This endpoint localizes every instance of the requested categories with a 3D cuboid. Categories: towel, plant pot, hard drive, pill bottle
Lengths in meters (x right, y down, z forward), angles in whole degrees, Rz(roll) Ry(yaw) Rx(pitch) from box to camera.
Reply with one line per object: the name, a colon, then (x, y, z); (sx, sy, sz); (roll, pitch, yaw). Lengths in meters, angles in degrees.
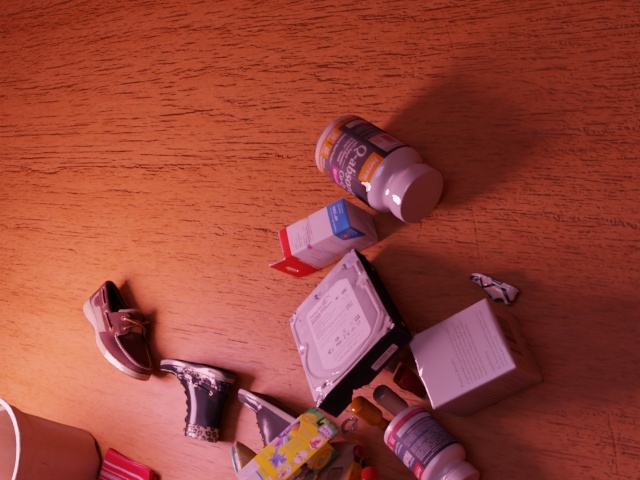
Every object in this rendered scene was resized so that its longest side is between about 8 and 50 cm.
towel: (-0.526, 0.689, 2.056); (0.199, 0.031, 0.274); (14, 82, 38)
plant pot: (-0.757, 0.585, 2.079); (0.334, 0.305, 0.333); (-13, 66, 32)
hard drive: (0.051, 0.184, 1.712); (0.237, 0.064, 0.339); (-48, 25, 13)
pill bottle: (0.131, -0.160, 1.806); (0.278, 0.162, 0.162); (37, 97, 38)
pill bottle: (0.219, 0.419, 1.575); (0.180, 0.108, 0.108); (42, 100, 37)

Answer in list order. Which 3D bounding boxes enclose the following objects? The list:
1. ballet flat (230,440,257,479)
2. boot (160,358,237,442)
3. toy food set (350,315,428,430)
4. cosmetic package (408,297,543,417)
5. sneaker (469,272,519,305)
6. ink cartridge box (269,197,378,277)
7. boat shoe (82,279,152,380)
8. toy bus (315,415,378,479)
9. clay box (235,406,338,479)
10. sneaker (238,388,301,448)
ballet flat: (-0.101, 0.591, 1.751); (0.123, 0.123, 0.348); (-33, 57, 22)
boot: (-0.320, 0.389, 1.981); (0.236, 0.085, 0.178); (5, 79, 36)
toy food set: (0.169, 0.284, 1.687); (0.111, 0.104, 0.232); (2, 56, 49)
cosmetic package: (0.299, 0.231, 1.557); (0.184, 0.151, 0.151); (-31, 58, 22)
sneaker: (0.348, 0.098, 1.640); (0.109, 0.040, 0.043); (24, 90, 38)
ink cartridge box: (0.000, 0.000, 1.858); (0.231, 0.134, 0.078); (-26, 62, 25)
boat shoe: (-0.528, 0.233, 2.163); (0.123, 0.123, 0.342); (-52, 47, 10)
toy bus: (0.053, 0.501, 1.665); (0.202, 0.104, 0.191); (-40, 28, -3)
clay box: (-0.060, 0.459, 1.684); (0.222, 0.053, 0.127); (-39, 29, -11)
sneaker: (-0.122, 0.425, 1.830); (0.222, 0.083, 0.118); (23, 88, 37)
